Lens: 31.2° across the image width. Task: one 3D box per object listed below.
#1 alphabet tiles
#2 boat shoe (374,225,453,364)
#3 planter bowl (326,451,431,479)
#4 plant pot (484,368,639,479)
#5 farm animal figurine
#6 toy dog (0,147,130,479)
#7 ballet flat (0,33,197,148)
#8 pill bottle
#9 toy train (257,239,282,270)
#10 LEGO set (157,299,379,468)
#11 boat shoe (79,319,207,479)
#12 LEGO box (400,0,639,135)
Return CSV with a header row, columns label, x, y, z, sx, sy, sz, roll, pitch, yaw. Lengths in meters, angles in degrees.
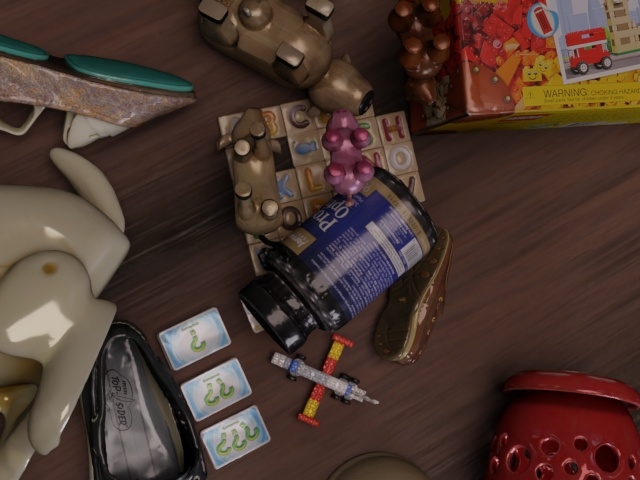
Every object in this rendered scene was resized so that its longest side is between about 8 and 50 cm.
label,x,y,z,sx,sy,sz,roll,pitch,yaw
alphabet tiles,0.009,-0.079,1.410,0.237,0.009,0.198,-14,92,-17
boat shoe,0.123,0.069,1.418,0.060,0.064,0.178,28,81,-45
planter bowl,0.084,0.341,1.366,0.162,0.109,0.162,0,88,-16
plant pot,0.300,0.254,1.399,0.191,0.191,0.174,12,75,-16
farm animal figurine,-0.029,-0.187,1.323,0.330,0.172,0.326,-40,83,-9
toy dog,-0.414,0.015,1.142,0.408,0.284,0.395,26,68,-15
ballet flat,-0.299,-0.163,1.276,0.316,0.107,0.106,12,109,-20
pill bottle,0.018,0.026,1.317,0.219,0.123,0.123,-40,99,-10
toy train,0.000,0.000,1.386,0.158,0.027,0.036,-23,99,-16
LEGO set,-0.046,0.144,1.362,0.244,0.060,0.182,-24,99,-17
boat shoe,-0.187,0.250,1.265,0.127,0.113,0.340,-8,82,-23
LEGO box,0.356,-0.337,1.429,0.500,0.193,0.372,-5,90,-17
